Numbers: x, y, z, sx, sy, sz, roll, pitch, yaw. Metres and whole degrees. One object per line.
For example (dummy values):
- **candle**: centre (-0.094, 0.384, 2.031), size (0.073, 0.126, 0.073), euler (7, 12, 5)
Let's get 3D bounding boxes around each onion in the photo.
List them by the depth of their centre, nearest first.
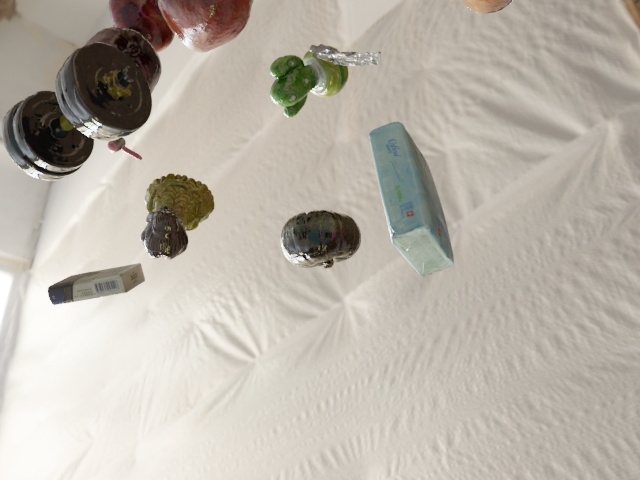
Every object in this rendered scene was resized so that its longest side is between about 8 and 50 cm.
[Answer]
- **onion**: centre (-0.589, -0.750, 2.337), size (0.161, 0.248, 0.248), euler (-17, -122, 62)

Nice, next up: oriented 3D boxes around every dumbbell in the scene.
- **dumbbell**: centre (-0.487, -0.249, 1.394), size (0.388, 0.185, 0.185), euler (-22, -126, 37)

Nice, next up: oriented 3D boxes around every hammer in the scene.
- **hammer**: centre (-0.453, -0.210, 1.633), size (0.031, 0.083, 0.052), euler (-57, -177, 32)

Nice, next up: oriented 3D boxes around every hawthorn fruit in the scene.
- **hawthorn fruit**: centre (-0.309, -0.639, 1.892), size (0.307, 0.265, 0.265), euler (106, -12, -62)

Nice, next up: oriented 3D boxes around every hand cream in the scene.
- **hand cream**: centre (0.082, -0.630, 2.381), size (0.257, 0.084, 0.050), euler (14, -108, 14)

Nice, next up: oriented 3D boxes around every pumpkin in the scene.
- **pumpkin**: centre (0.000, 0.003, 2.006), size (0.238, 0.238, 0.159), euler (-25, -114, 47)

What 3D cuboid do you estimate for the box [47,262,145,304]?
- **box**: centre (-0.715, 0.139, 2.244), size (0.168, 0.259, 0.071), euler (-56, 136, -76)

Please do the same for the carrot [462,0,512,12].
- **carrot**: centre (0.482, -0.770, 2.010), size (0.193, 0.331, 0.214), euler (-16, -98, 12)

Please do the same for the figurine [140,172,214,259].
- **figurine**: centre (-0.391, -0.043, 1.825), size (0.168, 0.187, 0.315), euler (-53, -163, 20)

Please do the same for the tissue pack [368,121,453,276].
- **tissue pack**: centre (0.180, -0.084, 1.382), size (0.089, 0.177, 0.263), euler (-20, -125, 19)

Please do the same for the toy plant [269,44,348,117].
- **toy plant**: centre (-0.061, -0.568, 2.495), size (0.184, 0.316, 0.224), euler (28, -47, 36)

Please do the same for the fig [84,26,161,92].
- **fig**: centre (-0.579, -0.491, 2.031), size (0.263, 0.224, 0.224), euler (101, -13, -55)
